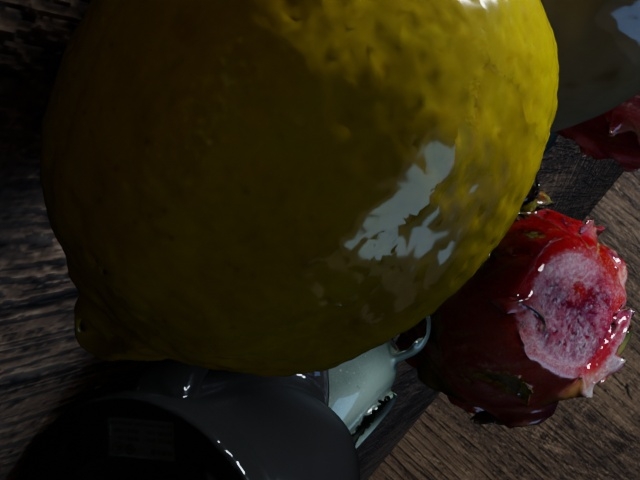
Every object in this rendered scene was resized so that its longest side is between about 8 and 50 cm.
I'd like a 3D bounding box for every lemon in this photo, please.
[{"bbox_3d":[-0.008,-0.048,0.401,0.256,0.188,0.188,-46,165,8],"label":"lemon"}]

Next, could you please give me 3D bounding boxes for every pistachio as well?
[{"bbox_3d":[0.138,-0.145,0.659,0.138,0.153,0.238,-28,-178,-30],"label":"pistachio"}]

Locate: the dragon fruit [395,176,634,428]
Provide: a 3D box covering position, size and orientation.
[{"bbox_3d":[0.197,0.073,1.154,0.250,0.269,0.291,-52,-159,-17],"label":"dragon fruit"}]

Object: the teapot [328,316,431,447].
[{"bbox_3d":[0.000,0.153,0.994,0.294,0.129,0.193,-52,165,12],"label":"teapot"}]

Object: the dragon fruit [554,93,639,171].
[{"bbox_3d":[0.291,-0.185,0.837,0.210,0.205,0.268,-28,153,-52],"label":"dragon fruit"}]

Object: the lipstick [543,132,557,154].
[{"bbox_3d":[0.113,-0.039,0.939,0.290,0.077,0.076,-42,163,-19],"label":"lipstick"}]

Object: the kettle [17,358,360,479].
[{"bbox_3d":[-0.062,0.166,0.767,0.290,0.207,0.268,-8,102,-65],"label":"kettle"}]
